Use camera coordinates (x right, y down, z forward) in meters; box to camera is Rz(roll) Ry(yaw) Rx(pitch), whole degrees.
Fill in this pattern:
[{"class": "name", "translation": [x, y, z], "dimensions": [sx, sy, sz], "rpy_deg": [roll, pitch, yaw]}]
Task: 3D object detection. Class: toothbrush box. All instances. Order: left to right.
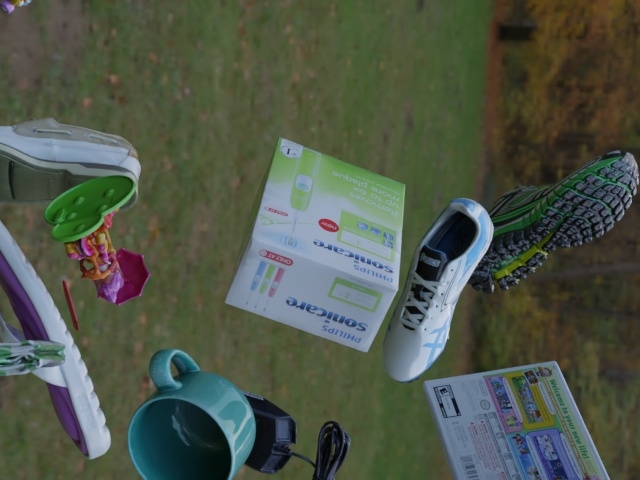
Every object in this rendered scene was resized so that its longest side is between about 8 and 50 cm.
[{"class": "toothbrush box", "translation": [0.000, 0.000, 1.649], "dimensions": [0.283, 0.206, 0.122], "rpy_deg": [-78, -170, -56]}]

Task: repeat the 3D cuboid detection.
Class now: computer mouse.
[{"class": "computer mouse", "translation": [-0.093, 0.294, 1.604], "dimensions": [0.060, 0.262, 0.184], "rpy_deg": [-34, 138, -72]}]

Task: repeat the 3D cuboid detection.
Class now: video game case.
[{"class": "video game case", "translation": [0.254, 0.258, 1.552], "dimensions": [0.212, 0.193, 0.023], "rpy_deg": [-106, -168, -45]}]

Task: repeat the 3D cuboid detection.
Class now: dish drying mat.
[{"class": "dish drying mat", "translation": [-0.407, 0.106, 1.915], "dimensions": [0.032, 0.008, 0.083], "rpy_deg": [100, -28, -53]}]

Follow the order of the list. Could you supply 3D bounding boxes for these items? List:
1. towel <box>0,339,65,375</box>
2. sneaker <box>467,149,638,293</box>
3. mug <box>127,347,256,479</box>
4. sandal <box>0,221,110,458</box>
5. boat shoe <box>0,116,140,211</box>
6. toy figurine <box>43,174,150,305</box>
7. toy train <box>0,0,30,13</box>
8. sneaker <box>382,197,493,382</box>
[{"class": "towel", "translation": [-0.478, 0.151, 1.397], "dimensions": [0.248, 0.324, 0.038], "rpy_deg": [141, -57, -84]}, {"class": "sneaker", "translation": [0.376, -0.058, 1.993], "dimensions": [0.134, 0.343, 0.146], "rpy_deg": [40, 28, -39]}, {"class": "mug", "translation": [-0.134, 0.200, 1.307], "dimensions": [0.097, 0.129, 0.158], "rpy_deg": [-45, 154, -64]}, {"class": "sandal", "translation": [-0.422, 0.148, 1.687], "dimensions": [0.169, 0.102, 0.416], "rpy_deg": [5, -58, 61]}, {"class": "boat shoe", "translation": [-0.414, -0.119, 1.713], "dimensions": [0.113, 0.302, 0.103], "rpy_deg": [119, -23, -45]}, {"class": "toy figurine", "translation": [-0.290, 0.020, 1.595], "dimensions": [0.173, 0.130, 0.159], "rpy_deg": [-86, 161, -61]}, {"class": "toy train", "translation": [-0.387, -0.370, 1.610], "dimensions": [0.046, 0.166, 0.125], "rpy_deg": [51, 37, -14]}, {"class": "sneaker", "translation": [0.130, 0.057, 1.416], "dimensions": [0.086, 0.085, 0.237], "rpy_deg": [30, 85, -53]}]
